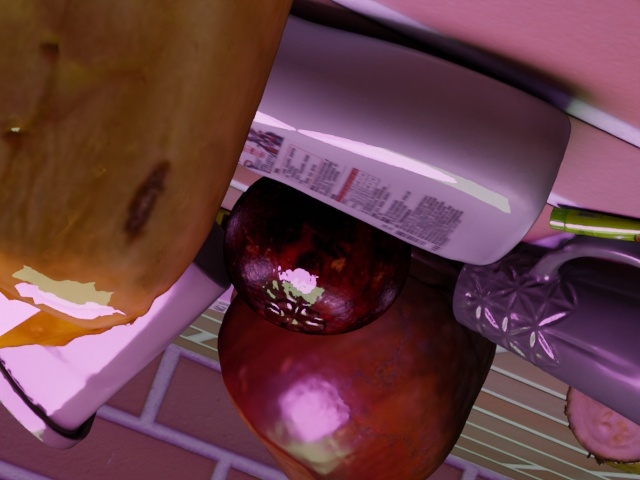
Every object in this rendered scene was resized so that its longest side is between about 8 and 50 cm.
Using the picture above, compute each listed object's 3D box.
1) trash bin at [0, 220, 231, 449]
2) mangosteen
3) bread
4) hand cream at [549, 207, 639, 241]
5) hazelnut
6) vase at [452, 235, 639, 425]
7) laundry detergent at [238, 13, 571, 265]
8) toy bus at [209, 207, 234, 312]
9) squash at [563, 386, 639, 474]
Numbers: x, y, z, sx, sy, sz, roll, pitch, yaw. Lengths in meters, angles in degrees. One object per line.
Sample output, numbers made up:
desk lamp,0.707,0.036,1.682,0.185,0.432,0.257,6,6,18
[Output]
trash bin,-0.238,0.050,1.413,0.219,0.250,0.220,47,-166,-18
mangosteen,0.000,0.000,1.368,0.210,0.210,0.210,19,167,5
bread,-0.211,-0.128,0.822,0.361,0.394,0.250,18,-178,-3
hand cream,0.284,-0.013,1.278,0.122,0.023,0.036,9,163,26
hazelnut,0.039,0.144,1.645,0.359,0.359,0.409,20,162,2
vase,0.293,0.087,1.418,0.301,0.156,0.251,23,138,31
laundry detergent,-0.010,-0.107,1.120,0.398,0.125,0.264,22,168,-2
toy bus,-0.170,0.029,1.927,0.139,0.113,0.302,18,166,-7
squash,0.452,0.243,1.686,0.189,0.189,0.260,8,160,42
